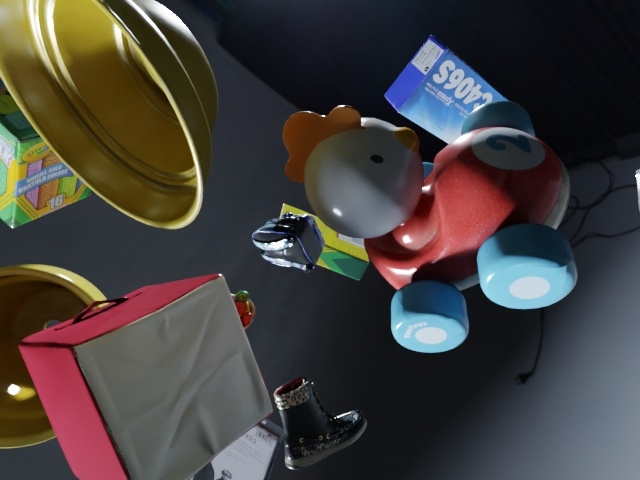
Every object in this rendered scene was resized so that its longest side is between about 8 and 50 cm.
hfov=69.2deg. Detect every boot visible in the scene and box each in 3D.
[{"bbox_3d":[0.002,0.406,1.102,0.085,0.236,0.179,-12,92,54],"label":"boot"}]

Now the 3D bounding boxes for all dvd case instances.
[{"bbox_3d":[-0.173,0.393,0.832,0.029,0.179,0.239,-20,-48,-64],"label":"dvd case"}]

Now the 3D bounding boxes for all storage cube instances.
[{"bbox_3d":[-0.204,0.166,0.555,0.193,0.215,0.183,-12,10,44],"label":"storage cube"}]

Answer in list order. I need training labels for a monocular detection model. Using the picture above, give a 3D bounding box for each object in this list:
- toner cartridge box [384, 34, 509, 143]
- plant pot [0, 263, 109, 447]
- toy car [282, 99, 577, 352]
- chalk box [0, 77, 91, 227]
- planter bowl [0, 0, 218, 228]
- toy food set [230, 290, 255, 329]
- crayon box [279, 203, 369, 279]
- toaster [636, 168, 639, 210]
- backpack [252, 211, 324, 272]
[{"bbox_3d":[0.329,-0.329,1.123,0.165,0.347,0.075,-49,47,27],"label":"toner cartridge box"},{"bbox_3d":[-0.453,0.161,0.751,0.254,0.254,0.239,-61,15,-9],"label":"plant pot"},{"bbox_3d":[0.078,-0.056,0.437,0.210,0.238,0.219,-40,30,41],"label":"toy car"},{"bbox_3d":[-0.521,-0.201,0.829,0.179,0.180,0.289,-43,-8,-49],"label":"chalk box"},{"bbox_3d":[-0.149,-0.120,0.368,0.217,0.217,0.090,-22,22,52],"label":"planter bowl"},{"bbox_3d":[-0.147,0.116,0.743,0.020,0.083,0.083,86,169,-45],"label":"toy food set"},{"bbox_3d":[0.000,0.000,1.561,0.202,0.318,0.081,-85,19,-64],"label":"crayon box"},{"bbox_3d":[0.552,-0.038,0.668,0.110,0.168,0.186,-26,21,43],"label":"toaster"},{"bbox_3d":[-0.095,0.001,1.300,0.173,0.158,0.117,3,49,33],"label":"backpack"}]
